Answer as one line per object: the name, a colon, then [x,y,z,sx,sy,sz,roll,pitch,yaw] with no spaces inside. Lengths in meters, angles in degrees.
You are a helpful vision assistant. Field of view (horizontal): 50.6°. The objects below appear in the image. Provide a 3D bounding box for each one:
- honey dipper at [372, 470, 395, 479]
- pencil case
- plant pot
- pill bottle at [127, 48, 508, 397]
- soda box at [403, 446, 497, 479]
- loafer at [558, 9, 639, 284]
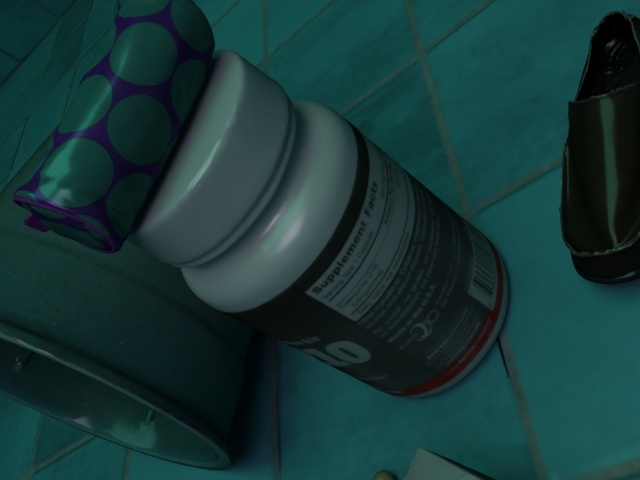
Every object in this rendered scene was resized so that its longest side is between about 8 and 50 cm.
honey dipper: [0.044,0.247,0.488,0.030,0.030,0.160,-23,44,37]
pencil case: [-0.117,-0.071,0.394,0.070,0.064,0.151,9,70,35]
plant pot: [-0.189,0.010,0.703,0.341,0.341,0.334,-11,49,45]
pill bottle: [0.000,0.000,0.503,0.161,0.283,0.161,-29,44,33]
soda box: [0.156,0.206,0.331,0.286,0.098,0.091,13,74,53]
loafer: [0.208,-0.074,0.494,0.080,0.078,0.220,-13,54,44]
